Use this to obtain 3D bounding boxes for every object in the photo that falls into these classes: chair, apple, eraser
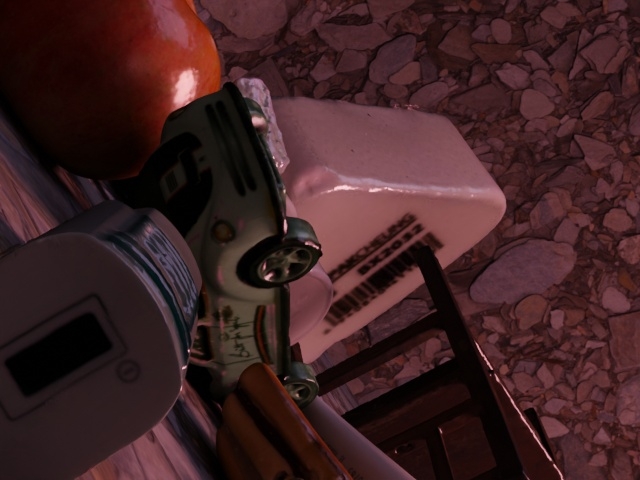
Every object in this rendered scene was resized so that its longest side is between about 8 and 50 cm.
[{"bbox_3d":[0.107,0.217,1.478,0.240,0.203,0.416,60,6,-24],"label":"chair"},{"bbox_3d":[-0.164,-0.146,1.308,0.209,0.164,0.209,59,2,-3],"label":"apple"},{"bbox_3d":[0.000,0.000,1.845,0.150,0.331,0.331,59,2,28],"label":"eraser"}]

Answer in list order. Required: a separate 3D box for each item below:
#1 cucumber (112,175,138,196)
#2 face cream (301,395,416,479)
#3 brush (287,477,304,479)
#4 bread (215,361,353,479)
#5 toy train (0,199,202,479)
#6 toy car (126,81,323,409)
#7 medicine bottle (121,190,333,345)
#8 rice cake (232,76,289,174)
[{"bbox_3d":[-0.157,-0.064,1.498,0.284,0.056,0.056,44,-2,11],"label":"cucumber"},{"bbox_3d":[0.030,0.186,1.246,0.058,0.092,0.244,6,13,-31],"label":"face cream"},{"bbox_3d":[0.018,0.242,0.923,0.282,0.054,0.048,-122,-162,-46],"label":"brush"},{"bbox_3d":[-0.005,0.179,1.112,0.200,0.077,0.116,55,1,25],"label":"bread"},{"bbox_3d":[-0.102,0.026,0.789,0.086,0.088,0.407,56,0,-5],"label":"toy train"},{"bbox_3d":[-0.077,0.025,1.242,0.306,0.125,0.136,94,-22,-53],"label":"toy car"},{"bbox_3d":[-0.090,-0.013,1.592,0.237,0.139,0.139,55,0,36],"label":"medicine bottle"},{"bbox_3d":[-0.090,-0.037,1.380,0.226,0.040,0.085,-50,-122,47],"label":"rice cake"}]
